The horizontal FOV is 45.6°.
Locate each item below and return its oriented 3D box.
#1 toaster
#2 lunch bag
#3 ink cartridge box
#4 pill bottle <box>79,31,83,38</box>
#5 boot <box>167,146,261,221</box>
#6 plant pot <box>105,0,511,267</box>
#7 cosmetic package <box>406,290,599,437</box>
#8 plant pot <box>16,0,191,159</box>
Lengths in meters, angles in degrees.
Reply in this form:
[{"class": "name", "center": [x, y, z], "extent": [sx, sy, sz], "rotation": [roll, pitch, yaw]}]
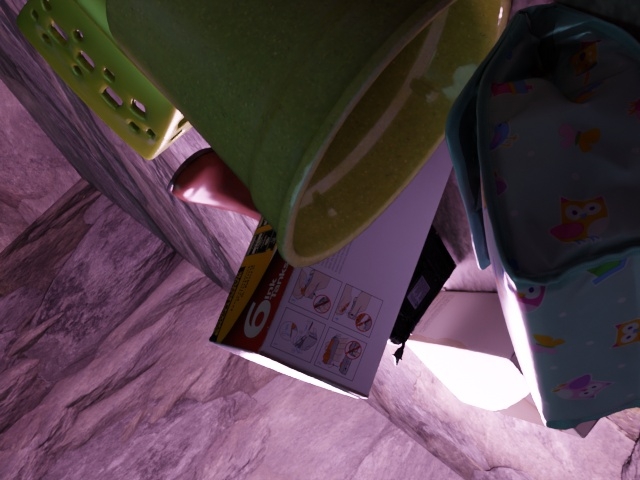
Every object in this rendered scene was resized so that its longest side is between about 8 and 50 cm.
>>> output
[{"class": "toaster", "center": [0.086, 0.044, 1.072], "extent": [0.110, 0.185, 0.168], "rotation": [13, 148, 48]}, {"class": "lunch bag", "center": [0.193, -0.024, 0.587], "extent": [0.223, 0.160, 0.262], "rotation": [62, -162, -49]}, {"class": "ink cartridge box", "center": [0.000, 0.000, 0.871], "extent": [0.130, 0.309, 0.272], "rotation": [26, 167, -18]}, {"class": "pill bottle", "center": [-0.400, -0.411, 1.174], "extent": [0.219, 0.123, 0.122], "rotation": [38, 164, 15]}, {"class": "boot", "center": [-0.097, -0.035, 1.296], "extent": [0.280, 0.096, 0.264], "rotation": [41, -167, 19]}, {"class": "plant pot", "center": [-0.029, -0.161, 0.635], "extent": [0.254, 0.276, 0.276], "rotation": [39, 164, 14]}, {"class": "cosmetic package", "center": [0.264, 0.165, 1.093], "extent": [0.160, 0.113, 0.309], "rotation": [46, 165, -11]}, {"class": "plant pot", "center": [-0.173, -0.255, 0.855], "extent": [0.228, 0.227, 0.207], "rotation": [47, 158, -15]}]
